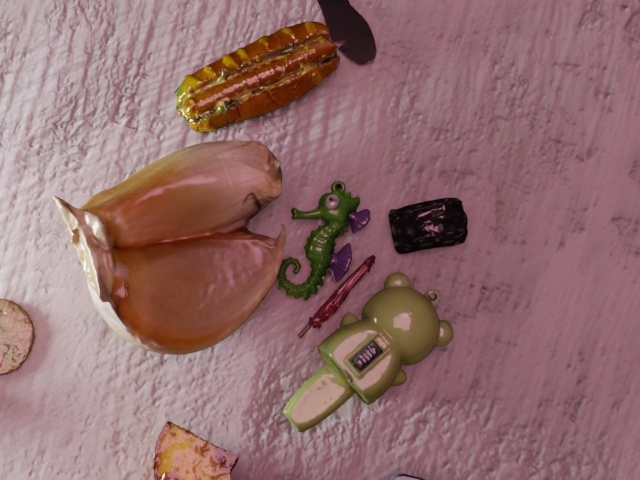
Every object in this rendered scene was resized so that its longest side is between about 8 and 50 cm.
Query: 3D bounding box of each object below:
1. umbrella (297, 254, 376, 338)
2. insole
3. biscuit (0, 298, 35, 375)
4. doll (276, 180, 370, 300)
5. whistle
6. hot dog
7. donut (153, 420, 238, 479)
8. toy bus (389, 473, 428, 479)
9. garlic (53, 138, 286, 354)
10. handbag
[{"bbox_3d":[0.026,0.085,1.589,0.165,0.027,0.025,-48,58,-6],"label":"umbrella"},{"bbox_3d":[0.032,-0.357,1.683,0.064,0.004,0.188,-25,81,-6],"label":"insole"},{"bbox_3d":[-0.481,0.143,1.576,0.120,0.015,0.120,0,79,-1],"label":"biscuit"},{"bbox_3d":[0.000,0.000,1.595,0.115,0.050,0.190,22,82,-1],"label":"doll"},{"bbox_3d":[0.066,0.166,1.534,0.288,0.106,0.131,-41,85,-9],"label":"whistle"},{"bbox_3d":[-0.094,-0.247,1.630,0.269,0.072,0.115,-29,89,-7],"label":"hot dog"},{"bbox_3d":[-0.113,0.386,1.491,0.295,0.112,0.151,27,83,5],"label":"donut"},{"bbox_3d":[0.123,0.462,1.472,0.121,0.120,0.265,13,79,2],"label":"toy bus"},{"bbox_3d":[-0.197,-0.003,1.513,0.313,0.249,0.286,-20,63,-24],"label":"garlic"},{"bbox_3d":[0.164,-0.025,1.555,0.115,0.139,0.072,-10,88,-4],"label":"handbag"}]
